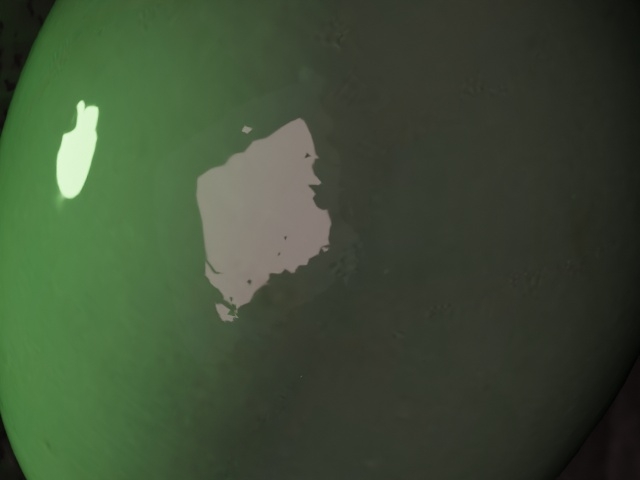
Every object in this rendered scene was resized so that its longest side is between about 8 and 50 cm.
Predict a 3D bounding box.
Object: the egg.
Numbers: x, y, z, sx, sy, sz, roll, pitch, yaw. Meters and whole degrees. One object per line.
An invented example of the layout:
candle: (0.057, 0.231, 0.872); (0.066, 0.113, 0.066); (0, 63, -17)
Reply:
egg: (0.000, 0.000, 0.434); (0.168, 0.168, 0.231); (31, 124, 15)
